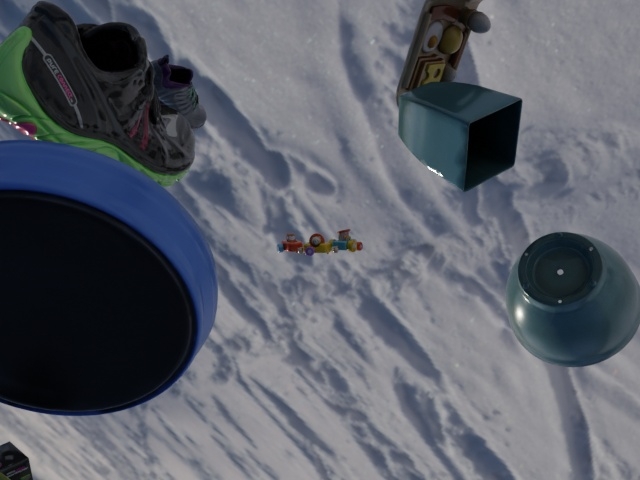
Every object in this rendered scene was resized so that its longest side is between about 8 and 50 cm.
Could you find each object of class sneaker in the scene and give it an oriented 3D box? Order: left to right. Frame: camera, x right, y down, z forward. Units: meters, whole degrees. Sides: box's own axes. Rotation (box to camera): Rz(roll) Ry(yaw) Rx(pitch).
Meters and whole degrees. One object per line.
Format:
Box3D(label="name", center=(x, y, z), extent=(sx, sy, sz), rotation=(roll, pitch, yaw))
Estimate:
Box3D(label="sneaker", center=(-0.296, -0.210, 1.196), extent=(0.185, 0.202, 0.483), rotation=(32, -176, 13))
Box3D(label="sneaker", center=(-0.258, -0.273, 1.501), extent=(0.098, 0.083, 0.223), rotation=(-19, 161, 21))

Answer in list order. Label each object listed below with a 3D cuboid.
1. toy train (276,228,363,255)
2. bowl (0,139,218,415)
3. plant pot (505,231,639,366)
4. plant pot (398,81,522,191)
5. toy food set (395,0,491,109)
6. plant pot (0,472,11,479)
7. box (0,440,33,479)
Box3D(label="toy train", center=(0.000, 0.000, 1.621), extent=(0.125, 0.166, 0.046), rotation=(-160, 67, -72))
Box3D(label="bowl", center=(-0.319, 0.066, 0.959), extent=(0.391, 0.077, 0.391), rotation=(0, 128, 1))
Box3D(label="plant pot", center=(0.528, 0.101, 1.721), extent=(0.293, 0.293, 0.196), rotation=(19, 162, 35))
Box3D(label="plant pot", center=(0.287, -0.249, 1.740), extent=(0.234, 0.165, 0.165), rotation=(36, 141, 40))
Box3D(label="toy food set", center=(0.310, -0.443, 1.918), extent=(0.092, 0.219, 0.306), rotation=(36, 125, 31))
Box3D(label="plant pot", center=(-0.224, 0.190, 0.475), extent=(0.083, 0.079, 0.083), rotation=(8, 106, 29))
Box3D(label="box", center=(-0.390, 0.304, 0.993), extent=(0.062, 0.052, 0.083), rotation=(15, 115, 46))
